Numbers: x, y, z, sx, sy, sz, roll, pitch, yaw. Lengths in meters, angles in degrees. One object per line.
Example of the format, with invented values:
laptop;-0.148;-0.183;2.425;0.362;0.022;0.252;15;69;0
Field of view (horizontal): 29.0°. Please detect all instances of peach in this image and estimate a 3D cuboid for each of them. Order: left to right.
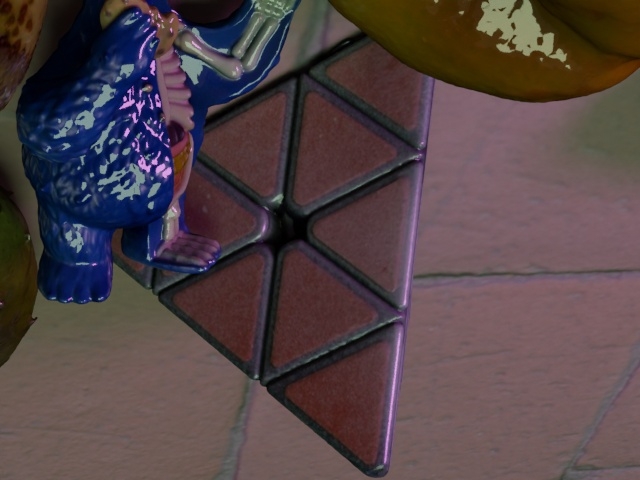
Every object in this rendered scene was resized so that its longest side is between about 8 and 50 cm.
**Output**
peach;0.100;-0.175;0.640;0.251;0.153;0.251;10;160;4

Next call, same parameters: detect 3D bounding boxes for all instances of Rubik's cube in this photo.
Rubik's cube;-0.002;-0.001;0.883;0.228;0.229;0.233;-39;108;-26

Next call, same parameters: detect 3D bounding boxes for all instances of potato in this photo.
potato;-0.256;0.032;0.875;0.117;0.090;0.225;-38;163;-35

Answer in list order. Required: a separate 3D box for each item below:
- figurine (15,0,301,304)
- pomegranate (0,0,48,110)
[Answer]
figurine;-0.120;-0.091;0.756;0.164;0.121;0.262;-8;124;-49
pomegranate;-0.202;-0.143;0.593;0.204;0.222;0.277;12;-177;40
